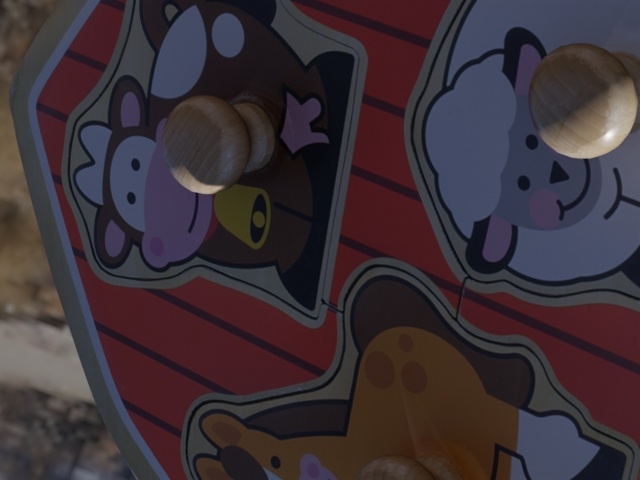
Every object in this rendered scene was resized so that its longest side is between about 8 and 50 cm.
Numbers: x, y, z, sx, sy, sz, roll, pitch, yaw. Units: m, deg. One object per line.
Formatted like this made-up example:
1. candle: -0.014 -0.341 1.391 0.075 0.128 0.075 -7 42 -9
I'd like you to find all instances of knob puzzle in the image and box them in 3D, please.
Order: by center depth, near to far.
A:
1. knob puzzle: 0.000 0.000 0.379 0.213 0.213 0.030 14 -161 39
